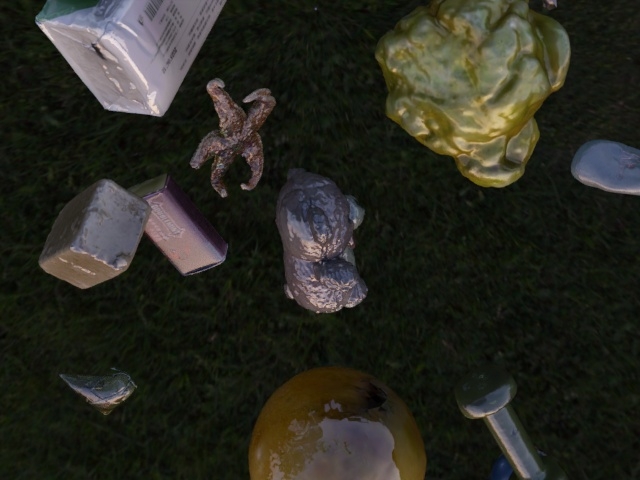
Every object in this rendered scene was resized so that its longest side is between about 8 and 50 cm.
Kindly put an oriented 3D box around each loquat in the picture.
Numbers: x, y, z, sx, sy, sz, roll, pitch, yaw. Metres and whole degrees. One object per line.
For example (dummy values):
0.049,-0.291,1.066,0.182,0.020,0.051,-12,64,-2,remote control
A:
0.024,0.317,1.266,0.263,0.263,0.263,0,105,0,loquat

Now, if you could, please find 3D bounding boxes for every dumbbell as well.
0.146,0.150,0.658,0.046,0.052,0.118,-30,108,4,dumbbell

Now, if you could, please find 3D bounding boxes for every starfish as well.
-0.127,-0.150,1.217,0.150,0.210,0.053,-40,59,-15,starfish

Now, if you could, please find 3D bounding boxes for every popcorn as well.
0.256,-0.277,1.508,0.293,0.292,0.334,-12,146,-8,popcorn

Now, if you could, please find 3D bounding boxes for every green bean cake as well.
-0.307,-0.006,1.170,0.085,0.179,0.109,29,66,-26,green bean cake

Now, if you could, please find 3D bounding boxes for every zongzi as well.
-0.415,0.264,1.615,0.119,0.055,0.109,40,126,-18,zongzi

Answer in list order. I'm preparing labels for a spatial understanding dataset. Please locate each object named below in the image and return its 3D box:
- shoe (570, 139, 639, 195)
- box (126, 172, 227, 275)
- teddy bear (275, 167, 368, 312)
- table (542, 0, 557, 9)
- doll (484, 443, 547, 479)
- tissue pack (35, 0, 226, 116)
0.504,-0.109,1.392,0.195,0.078,0.079,11,103,-18,shoe
-0.299,-0.031,1.782,0.120,0.069,0.224,-17,130,21,box
-0.001,0.001,1.508,0.151,0.236,0.267,-12,129,-14,teddy bear
0.320,-0.433,0.786,0.335,0.222,0.272,-17,136,10,table
0.259,0.327,1.154,0.114,0.085,0.152,21,135,-13,doll
-0.345,-0.455,1.673,0.193,0.266,0.357,12,64,25,tissue pack
